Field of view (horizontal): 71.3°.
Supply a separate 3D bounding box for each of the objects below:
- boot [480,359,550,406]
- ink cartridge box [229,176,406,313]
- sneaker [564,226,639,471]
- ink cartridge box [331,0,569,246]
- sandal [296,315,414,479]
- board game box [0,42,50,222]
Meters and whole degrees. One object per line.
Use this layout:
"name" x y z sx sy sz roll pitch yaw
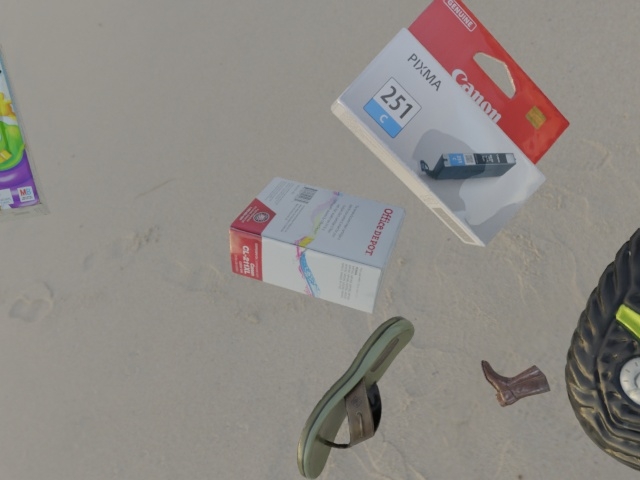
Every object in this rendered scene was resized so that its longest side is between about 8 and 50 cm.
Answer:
"boot" 0.407 0.280 0.932 0.114 0.037 0.106 -40 61 32
"ink cartridge box" 0.000 0.000 0.530 0.175 0.072 0.127 16 37 13
"sneaker" 0.321 -0.001 0.292 0.384 0.147 0.145 -56 43 8
"ink cartridge box" 0.209 -0.184 0.644 0.261 0.296 0.066 -48 9 -3
"sandal" 0.065 0.260 0.711 0.086 0.120 0.302 36 92 28
"board game box" -0.518 -0.164 0.655 0.144 0.142 0.275 -8 96 63
